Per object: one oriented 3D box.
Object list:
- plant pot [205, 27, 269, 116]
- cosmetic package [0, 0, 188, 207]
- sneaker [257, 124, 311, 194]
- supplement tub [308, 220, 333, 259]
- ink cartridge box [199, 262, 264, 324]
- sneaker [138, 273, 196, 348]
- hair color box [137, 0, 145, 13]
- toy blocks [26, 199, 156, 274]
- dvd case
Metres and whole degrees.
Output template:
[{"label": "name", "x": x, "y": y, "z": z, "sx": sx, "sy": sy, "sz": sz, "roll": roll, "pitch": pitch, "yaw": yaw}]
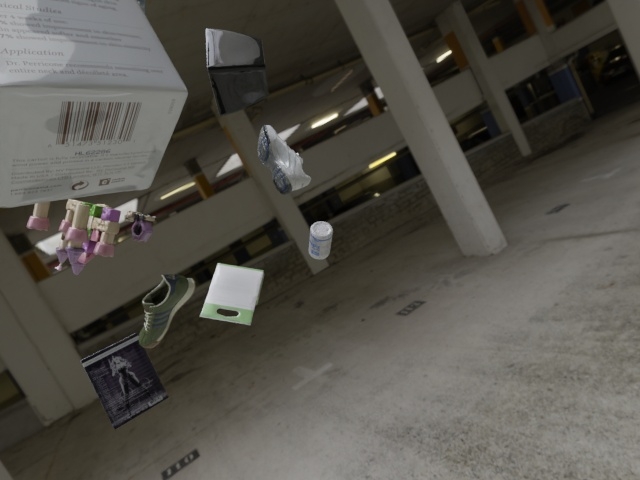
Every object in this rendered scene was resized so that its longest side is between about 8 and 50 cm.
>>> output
[{"label": "plant pot", "x": -0.251, "y": -0.525, "z": 1.333, "sx": 0.166, "sy": 0.188, "sz": 0.187, "roll": -8, "pitch": -27, "yaw": -6}, {"label": "cosmetic package", "x": -0.542, "y": -0.337, "z": 0.897, "sx": 0.329, "sy": 0.394, "sz": 0.327, "roll": -16, "pitch": -21, "yaw": -43}, {"label": "sneaker", "x": -0.141, "y": -0.303, "z": 1.601, "sx": 0.129, "sy": 0.297, "sz": 0.111, "roll": -15, "pitch": -18, "yaw": -34}, {"label": "supplement tub", "x": 0.000, "y": 0.000, "z": 1.328, "sx": 0.071, "sy": 0.071, "sz": 0.107, "roll": -32, "pitch": -32, "yaw": -30}, {"label": "ink cartridge box", "x": -0.297, "y": 0.190, "z": 1.470, "sx": 0.056, "sy": 0.170, "sz": 0.235, "roll": 103, "pitch": 176, "yaw": -47}, {"label": "sneaker", "x": -0.368, "y": 0.152, "z": 0.959, "sx": 0.192, "sy": 0.064, "sz": 0.086, "roll": -53, "pitch": -38, "yaw": 3}, {"label": "hair color box", "x": -0.740, "y": -0.691, "z": 1.546, "sx": 0.185, "sy": 0.375, "sz": 0.114, "roll": 8, "pitch": 27, "yaw": -9}, {"label": "toy blocks", "x": -0.810, "y": 0.002, "z": 1.516, "sx": 0.288, "sy": 0.260, "sz": 0.309, "roll": 12, "pitch": 1, "yaw": 27}, {"label": "dvd case", "x": -0.573, "y": 0.410, "z": 1.268, "sx": 0.164, "sy": 0.221, "sz": 0.018, "roll": -27, "pitch": -2, "yaw": -29}]
